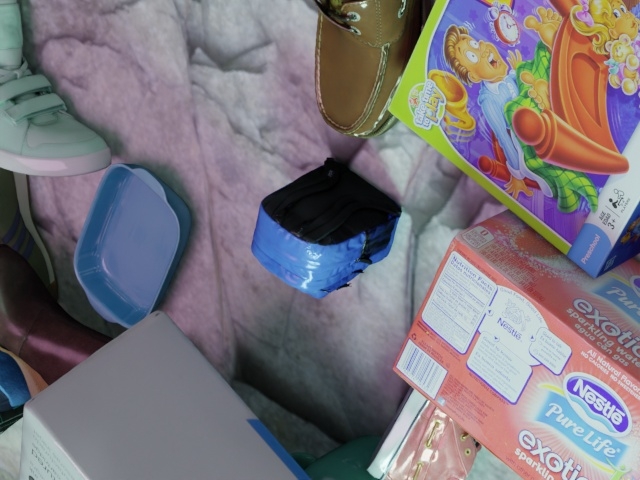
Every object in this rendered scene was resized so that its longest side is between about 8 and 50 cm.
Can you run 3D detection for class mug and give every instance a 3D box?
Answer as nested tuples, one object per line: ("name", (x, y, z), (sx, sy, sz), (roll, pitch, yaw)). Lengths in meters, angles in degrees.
("mug", (0.023, 0.261, 1.824), (0.157, 0.097, 0.129), (-16, 96, 43))

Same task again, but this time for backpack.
("backpack", (0.000, 0.000, 1.726), (0.098, 0.120, 0.101), (31, 125, 27))

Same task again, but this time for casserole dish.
("casserole dish", (-0.185, 0.002, 1.946), (0.114, 0.037, 0.188), (42, 130, 21))

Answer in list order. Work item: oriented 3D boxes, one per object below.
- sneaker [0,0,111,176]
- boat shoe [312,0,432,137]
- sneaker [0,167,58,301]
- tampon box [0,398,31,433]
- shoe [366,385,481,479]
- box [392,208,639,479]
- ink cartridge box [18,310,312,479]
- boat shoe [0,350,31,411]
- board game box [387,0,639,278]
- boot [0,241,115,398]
("sneaker", (-0.309, -0.164, 1.950), (0.256, 0.094, 0.151), (26, 119, 30))
("boat shoe", (0.034, -0.219, 1.621), (0.110, 0.104, 0.307), (29, 124, 29))
("sneaker", (-0.343, -0.003, 2.045), (0.064, 0.086, 0.192), (-1, 106, 41))
("tampon box", (-0.420, 0.155, 2.151), (0.101, 0.120, 0.161), (-36, 82, 42))
("shoe", (0.115, 0.155, 1.734), (0.081, 0.063, 0.178), (28, 112, 0))
("box", (0.229, 0.116, 1.559), (0.300, 0.142, 0.154), (39, 128, 23))
("ink cartridge box", (-0.141, 0.293, 1.828), (0.285, 0.166, 0.395), (47, 153, 16))
("boat shoe", (-0.396, 0.069, 2.090), (0.089, 0.109, 0.258), (-33, 72, 46))
("board game box", (0.216, -0.177, 1.499), (0.233, 0.078, 0.347), (40, 129, 22))
("boot", (-0.233, 0.107, 1.979), (0.207, 0.090, 0.248), (1, 126, 33))
